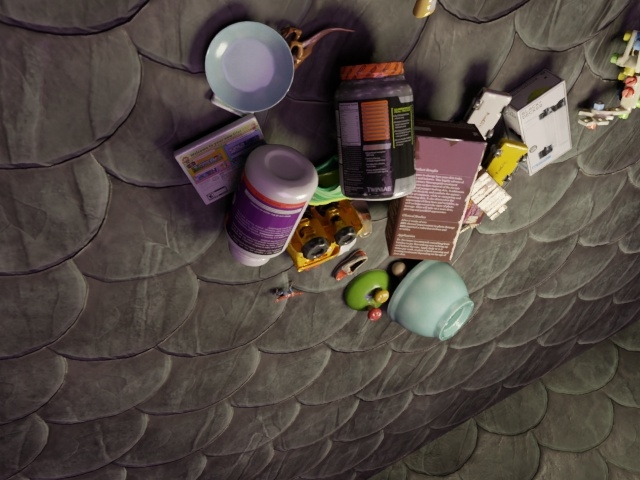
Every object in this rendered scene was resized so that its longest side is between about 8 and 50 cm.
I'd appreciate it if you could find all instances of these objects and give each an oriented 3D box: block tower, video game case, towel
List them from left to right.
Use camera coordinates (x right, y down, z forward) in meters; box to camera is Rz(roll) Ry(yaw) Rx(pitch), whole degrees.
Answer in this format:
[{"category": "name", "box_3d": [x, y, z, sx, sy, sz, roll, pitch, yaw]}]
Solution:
[{"category": "video game case", "box_3d": [-0.230, -0.199, 1.390, 0.212, 0.023, 0.193, -27, 145, -3]}, {"category": "towel", "box_3d": [-0.173, -0.362, 1.293, 0.113, 0.023, 0.152, 19, 118, -40]}, {"category": "block tower", "box_3d": [0.432, -0.203, 1.661, 0.335, 0.097, 0.091, 37, 109, -28]}]

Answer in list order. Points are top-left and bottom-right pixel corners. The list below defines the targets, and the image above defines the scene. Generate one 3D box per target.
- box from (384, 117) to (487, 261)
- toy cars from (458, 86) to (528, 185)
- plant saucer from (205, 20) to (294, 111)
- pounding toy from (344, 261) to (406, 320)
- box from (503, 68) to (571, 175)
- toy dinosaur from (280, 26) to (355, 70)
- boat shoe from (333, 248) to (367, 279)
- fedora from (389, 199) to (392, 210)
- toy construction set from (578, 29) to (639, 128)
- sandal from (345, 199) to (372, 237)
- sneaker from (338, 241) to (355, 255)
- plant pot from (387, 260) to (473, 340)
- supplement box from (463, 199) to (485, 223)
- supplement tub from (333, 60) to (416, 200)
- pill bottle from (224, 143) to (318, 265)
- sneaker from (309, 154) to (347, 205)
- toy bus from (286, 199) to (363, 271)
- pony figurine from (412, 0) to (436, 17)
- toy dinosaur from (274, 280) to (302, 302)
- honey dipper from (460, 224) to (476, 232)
[{"category": "box", "box_3d": [0.305, -0.135, 1.551, 0.191, 0.143, 0.381, 6, 125, -4]}, {"category": "toy cars", "box_3d": [0.514, -0.314, 1.667, 0.176, 0.087, 0.394, -14, 140, 26]}, {"category": "plant saucer", "box_3d": [-0.157, -0.385, 1.238, 0.195, 0.037, 0.195, -3, 117, -7]}, {"category": "pounding toy", "box_3d": [0.211, 0.192, 1.941, 0.237, 0.110, 0.183, -24, 136, -8]}, {"category": "box", "box_3d": [0.666, -0.357, 1.716, 0.169, 0.087, 0.290, -33, 136, 1]}, {"category": "toy dinosaur", "box_3d": [-0.037, -0.445, 1.281, 0.211, 0.064, 0.112, -44, 148, 14]}, {"category": "boat shoe", "box_3d": [0.098, 0.087, 1.832, 0.137, 0.043, 0.049, -43, 137, 14]}, {"category": "fedora", "box_3d": [0.305, -0.082, 1.719, 0.194, 0.079, 0.194, 5, 123, 7]}, {"category": "toy construction set", "box_3d": [0.940, -0.483, 1.709, 0.215, 0.151, 0.328, -31, 151, -37]}, {"category": "sandal", "box_3d": [0.126, -0.064, 1.707, 0.072, 0.049, 0.180, -28, 137, -3]}, {"category": "sneaker", "box_3d": [0.085, -0.011, 1.729, 0.061, 0.054, 0.152, -15, 153, -36]}, {"category": "plant pot", "box_3d": [0.409, 0.225, 1.962, 0.293, 0.196, 0.293, -31, 144, -27]}, {"category": "supplement box", "box_3d": [0.450, -0.117, 1.816, 0.188, 0.081, 0.104, 0, 128, -28]}, {"category": "supplement tub", "box_3d": [0.133, -0.268, 1.367, 0.193, 0.193, 0.316, -11, 107, -21]}, {"category": "pill bottle", "box_3d": [-0.139, -0.078, 1.428, 0.181, 0.181, 0.323, -1, 142, -28]}, {"category": "sneaker", "box_3d": [0.080, -0.173, 1.523, 0.295, 0.109, 0.123, -17, 160, -14]}, {"category": "toy bus", "box_3d": [0.000, 0.000, 1.640, 0.220, 0.149, 0.211, -21, 149, -15]}, {"category": "pony figurine", "box_3d": [0.300, -0.679, 1.126, 0.351, 0.303, 0.363, -24, 152, 4]}, {"category": "toy dinosaur", "box_3d": [-0.101, 0.177, 1.788, 0.082, 0.090, 0.047, 11, 146, 2]}, {"category": "honey dipper", "box_3d": [0.486, -0.027, 1.955, 0.160, 0.030, 0.030, -34, 137, 5]}]
